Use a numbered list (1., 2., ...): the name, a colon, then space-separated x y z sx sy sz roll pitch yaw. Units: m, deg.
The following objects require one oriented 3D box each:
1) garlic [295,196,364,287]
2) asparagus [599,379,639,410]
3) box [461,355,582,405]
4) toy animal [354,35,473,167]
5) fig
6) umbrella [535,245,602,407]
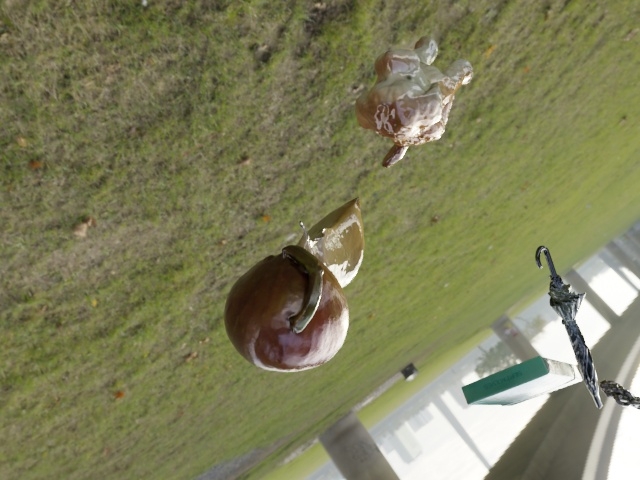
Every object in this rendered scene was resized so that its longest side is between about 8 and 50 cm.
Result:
1. garlic: -0.007 0.015 1.082 0.338 0.151 0.196 -27 132 -63
2. asparagus: 0.430 0.207 0.599 0.024 0.248 0.025 129 -22 -66
3. box: 0.398 0.279 0.995 0.162 0.041 0.229 -33 147 28
4. toy animal: 0.096 -0.141 0.621 0.184 0.104 0.185 -66 173 33
5. fig: -0.046 0.101 0.776 0.205 0.205 0.205 -32 159 -14
6. umbrella: 0.328 0.112 0.653 0.044 0.269 0.044 -2 -144 51
